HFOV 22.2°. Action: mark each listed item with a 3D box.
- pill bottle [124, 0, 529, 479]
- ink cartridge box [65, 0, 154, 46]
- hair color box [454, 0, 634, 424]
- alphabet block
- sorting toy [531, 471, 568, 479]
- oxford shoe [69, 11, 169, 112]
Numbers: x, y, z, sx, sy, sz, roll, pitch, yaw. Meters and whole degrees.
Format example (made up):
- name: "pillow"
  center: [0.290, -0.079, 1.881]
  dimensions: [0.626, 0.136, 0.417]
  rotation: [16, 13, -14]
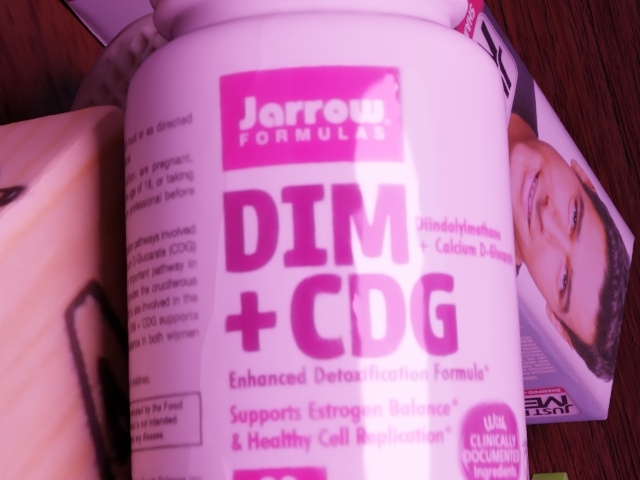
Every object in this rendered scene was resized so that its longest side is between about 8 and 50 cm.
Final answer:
- name: "pill bottle"
  center: [0.000, 0.000, 0.674]
  dimensions: [0.160, 0.160, 0.283]
  rotation: [11, 74, -56]
- name: "ink cartridge box"
  center: [-0.053, -0.190, 1.011]
  dimensions: [0.127, 0.128, 0.176]
  rotation: [47, 45, -42]
- name: "hair color box"
  center: [0.111, -0.032, 1.246]
  dimensions: [0.374, 0.113, 0.185]
  rotation: [50, 44, -41]
- name: "alphabet block"
  center: [-0.163, 0.079, 0.726]
  dimensions: [0.197, 0.192, 0.193]
  rotation: [-56, 130, -48]
- name: "sorting toy"
  center: [0.212, 0.357, 1.377]
  dimensions: [0.196, 0.047, 0.348]
  rotation: [-33, 111, -55]
- name: "oxford shoe"
  center: [-0.058, 0.096, 0.912]
  dimensions: [0.130, 0.169, 0.449]
  rotation: [-15, 103, -54]
